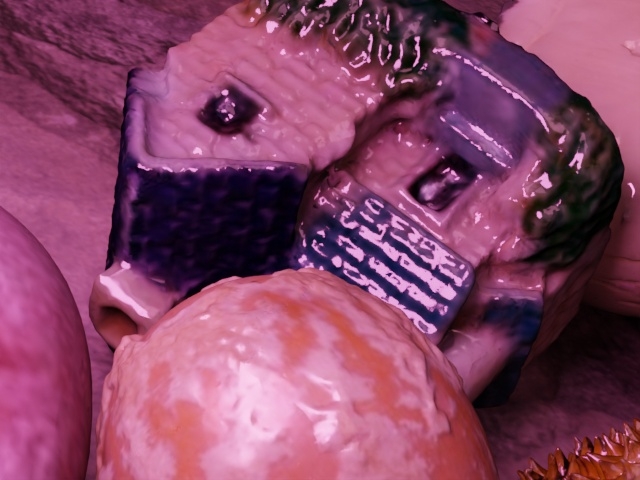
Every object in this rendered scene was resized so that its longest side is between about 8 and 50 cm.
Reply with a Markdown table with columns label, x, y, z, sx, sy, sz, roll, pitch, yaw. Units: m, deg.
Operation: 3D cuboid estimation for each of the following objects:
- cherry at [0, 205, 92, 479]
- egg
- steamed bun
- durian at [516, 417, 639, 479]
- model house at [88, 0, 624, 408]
| label | x | y | z | sx | sy | sz | roll | pitch | yaw |
| --- | --- | --- | --- | --- | --- | --- | --- | --- | --- |
| cherry | -0.236 | 0.091 | 0.747 | 0.261 | 0.221 | 0.307 | 3 | 57 | -37 |
| egg | -0.007 | 0.128 | 0.787 | 0.245 | 0.203 | 0.203 | 48 | 38 | 2 |
| steamed bun | 0.264 | -0.062 | 1.195 | 0.312 | 0.233 | 0.334 | 27 | 50 | 23 |
| durian | 0.246 | 0.183 | 1.001 | 0.252 | 0.144 | 0.139 | 11 | 58 | -25 |
| model house | -0.001 | 0.001 | 0.989 | 0.298 | 0.243 | 0.284 | 36 | 54 | 20 |
